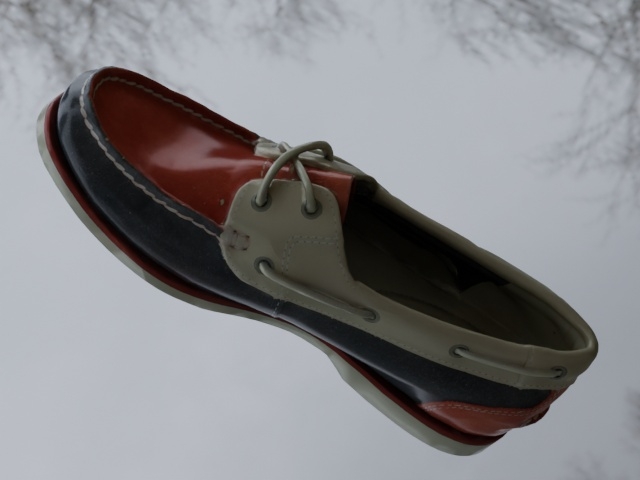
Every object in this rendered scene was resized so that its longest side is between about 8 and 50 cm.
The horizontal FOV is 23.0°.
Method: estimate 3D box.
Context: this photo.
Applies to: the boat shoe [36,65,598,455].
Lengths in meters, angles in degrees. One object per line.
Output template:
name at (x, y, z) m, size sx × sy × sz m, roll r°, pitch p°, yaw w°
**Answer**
boat shoe at (0.000, 0.000, 0.361) m, size 0.043 × 0.137 × 0.049 m, roll -44°, pitch 15°, yaw 45°
